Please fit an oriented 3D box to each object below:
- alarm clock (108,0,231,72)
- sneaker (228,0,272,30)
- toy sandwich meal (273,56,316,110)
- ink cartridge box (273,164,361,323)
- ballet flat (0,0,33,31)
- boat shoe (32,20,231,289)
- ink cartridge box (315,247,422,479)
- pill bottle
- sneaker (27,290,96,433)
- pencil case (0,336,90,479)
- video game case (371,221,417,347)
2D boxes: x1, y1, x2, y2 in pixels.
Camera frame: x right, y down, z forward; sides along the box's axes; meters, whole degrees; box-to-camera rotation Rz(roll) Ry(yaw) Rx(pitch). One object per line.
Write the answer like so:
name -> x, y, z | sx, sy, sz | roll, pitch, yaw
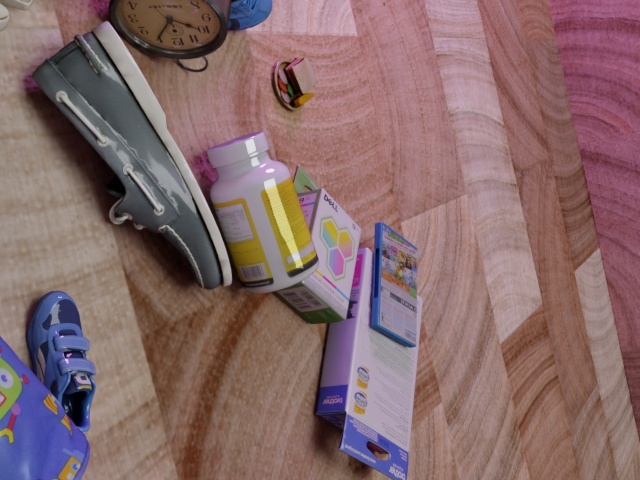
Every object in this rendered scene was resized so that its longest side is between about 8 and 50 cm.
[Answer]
alarm clock -> -0.163, -0.253, 0.910 | 0.192, 0.129, 0.064 | 80, 13, -62
sneaker -> -0.112, -0.308, 1.020 | 0.209, 0.082, 0.069 | -6, 103, -58
toy sandwich meal -> -0.036, -0.230, 1.176 | 0.085, 0.029, 0.086 | 22, 63, -53
ink cartridge box -> 0.000, 0.000, 1.138 | 0.109, 0.062, 0.209 | 45, 46, -41
ballet flat -> -0.297, -0.222, 0.736 | 0.052, 0.057, 0.168 | 32, 50, -14
boat shoe -> -0.191, -0.067, 0.860 | 0.099, 0.116, 0.320 | -29, 121, -11
ink cartridge box -> 0.077, 0.189, 1.207 | 0.186, 0.065, 0.311 | 41, 46, -43
pill bottle -> -0.075, -0.035, 0.993 | 0.103, 0.103, 0.184 | -37, 113, -55
sneaker -> -0.234, 0.117, 0.745 | 0.053, 0.059, 0.144 | 11, 72, -53
pencil case -> -0.300, 0.094, 0.590 | 0.306, 0.119, 0.133 | 60, 21, -28
video game case -> 0.115, 0.069, 1.237 | 0.119, 0.015, 0.166 | 33, 54, -48
